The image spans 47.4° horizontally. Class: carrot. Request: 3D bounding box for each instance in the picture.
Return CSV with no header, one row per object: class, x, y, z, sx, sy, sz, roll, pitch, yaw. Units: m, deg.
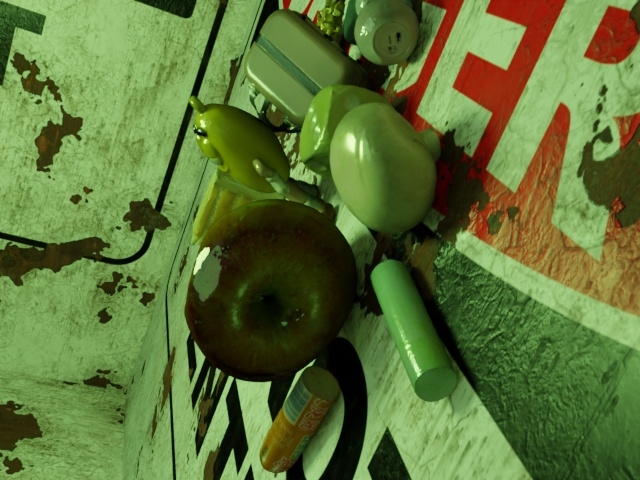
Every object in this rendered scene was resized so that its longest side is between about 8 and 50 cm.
carrot,0.000,0.000,1.784,0.047,0.047,0.191,168,114,-68

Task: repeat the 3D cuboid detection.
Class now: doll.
doll,0.138,-0.502,1.642,0.287,0.151,0.151,-96,29,-53
doll,-0.152,-0.199,1.874,0.161,0.423,0.348,-49,0,2

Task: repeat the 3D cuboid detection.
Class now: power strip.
power strip,0.120,-0.582,1.872,0.253,0.054,0.167,-127,52,-66

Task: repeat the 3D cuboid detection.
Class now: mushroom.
mushroom,0.129,-0.140,1.338,0.246,0.202,0.246,54,165,22

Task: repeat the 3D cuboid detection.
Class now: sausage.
sausage,-0.059,0.407,1.577,0.093,0.093,0.312,-101,32,-52

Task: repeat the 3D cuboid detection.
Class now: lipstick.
lipstick,0.150,0.138,1.229,0.304,0.076,0.076,-107,37,-57

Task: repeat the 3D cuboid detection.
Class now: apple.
apple,-0.111,0.094,1.542,0.384,0.374,0.374,-44,26,8

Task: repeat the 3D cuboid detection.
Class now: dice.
dice,0.058,-0.232,1.607,0.166,0.169,0.169,154,128,-66

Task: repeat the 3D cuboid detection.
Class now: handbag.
handbag,-0.056,-0.390,1.810,0.302,0.149,0.283,46,110,18

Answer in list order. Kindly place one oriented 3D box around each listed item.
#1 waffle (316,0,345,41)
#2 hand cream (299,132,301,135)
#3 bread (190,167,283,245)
waffle,0.013,-0.608,2.098,0.293,0.069,0.260,124,155,-70
hand cream,-0.006,-0.231,1.904,0.048,0.083,0.224,-34,35,-6
bread,-0.256,-0.067,2.255,0.111,0.239,0.246,-92,27,-54
